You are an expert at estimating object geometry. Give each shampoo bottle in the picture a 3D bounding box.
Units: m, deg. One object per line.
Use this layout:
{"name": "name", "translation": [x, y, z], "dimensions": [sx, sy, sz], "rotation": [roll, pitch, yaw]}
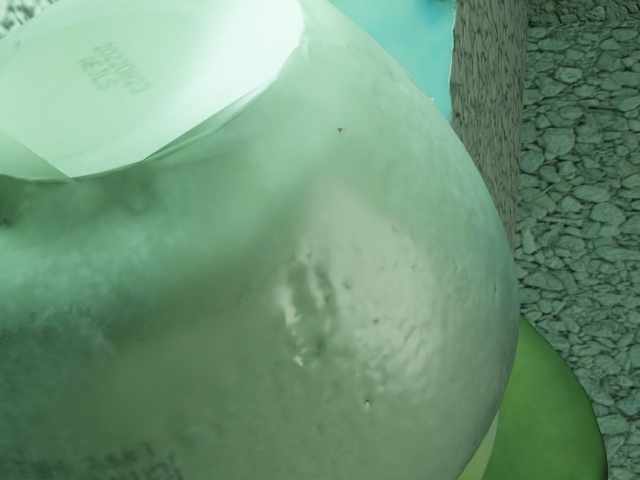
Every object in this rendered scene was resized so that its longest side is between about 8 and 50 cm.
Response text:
{"name": "shampoo bottle", "translation": [-0.062, 0.031, 0.611], "dimensions": [0.317, 0.322, 0.322], "rotation": [58, 34, -42]}

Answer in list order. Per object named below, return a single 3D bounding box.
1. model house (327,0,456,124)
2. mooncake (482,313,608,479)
{"name": "model house", "translation": [-0.028, -0.123, 1.038], "dimensions": [0.241, 0.226, 0.261], "rotation": [-178, -87, -69]}
{"name": "mooncake", "translation": [0.034, 0.171, 0.876], "dimensions": [0.351, 0.351, 0.187], "rotation": [-71, 177, -48]}
